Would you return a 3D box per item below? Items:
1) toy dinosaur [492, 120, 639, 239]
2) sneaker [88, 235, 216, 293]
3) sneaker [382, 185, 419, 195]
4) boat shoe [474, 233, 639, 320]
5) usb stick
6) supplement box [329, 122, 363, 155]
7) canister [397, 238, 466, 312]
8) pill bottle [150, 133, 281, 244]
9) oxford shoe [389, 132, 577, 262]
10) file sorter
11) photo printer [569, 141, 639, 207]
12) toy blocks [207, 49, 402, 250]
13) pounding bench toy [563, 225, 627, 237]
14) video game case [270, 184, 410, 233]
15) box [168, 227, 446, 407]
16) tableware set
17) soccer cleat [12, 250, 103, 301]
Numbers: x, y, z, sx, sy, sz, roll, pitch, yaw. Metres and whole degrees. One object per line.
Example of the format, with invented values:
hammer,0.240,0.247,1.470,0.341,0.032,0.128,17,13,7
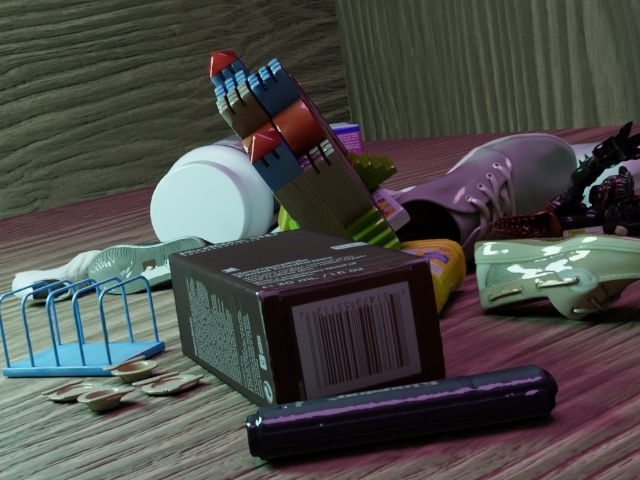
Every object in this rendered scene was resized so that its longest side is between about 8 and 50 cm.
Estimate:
toy dinosaur,0.390,-0.029,1.789,0.322,0.164,0.218,-31,-9,-37
sneaker,-0.268,0.046,2.100,0.222,0.083,0.118,-9,-7,19
sneaker,0.110,-0.021,1.968,0.305,0.114,0.152,10,27,-22
boat shoe,0.308,0.043,1.467,0.302,0.098,0.109,-3,-3,44
usb stick,0.072,0.153,1.129,0.278,0.045,0.077,-9,9,-2
supplement box,0.018,-0.083,2.135,0.114,0.220,0.111,-8,9,-10
canister,0.116,0.053,1.649,0.126,0.073,0.170,-6,10,17
pill bottle,-0.170,-0.079,2.314,0.210,0.210,0.363,-6,9,13
oxford shoe,0.229,-0.044,1.881,0.449,0.169,0.130,-21,11,-29
file sorter,-0.305,0.106,1.591,0.170,0.104,0.118,-4,9,26
photo printer,0.476,-0.116,2.292,0.307,0.107,0.256,-3,10,33
toy blocks,-0.040,-0.134,1.712,0.191,0.261,0.381,-35,26,6
pounding bench toy,0.365,0.018,1.661,0.083,0.065,0.052,-8,9,11
video game case,0.000,0.000,1.773,0.227,0.026,0.206,-38,25,-1
box,-0.029,0.079,1.408,0.191,0.143,0.381,-12,8,-20
tableware set,-0.226,0.162,1.429,0.141,0.020,0.168,-14,11,-35
soccer cleat,-0.419,0.067,2.111,0.196,0.068,0.076,-16,27,-37
